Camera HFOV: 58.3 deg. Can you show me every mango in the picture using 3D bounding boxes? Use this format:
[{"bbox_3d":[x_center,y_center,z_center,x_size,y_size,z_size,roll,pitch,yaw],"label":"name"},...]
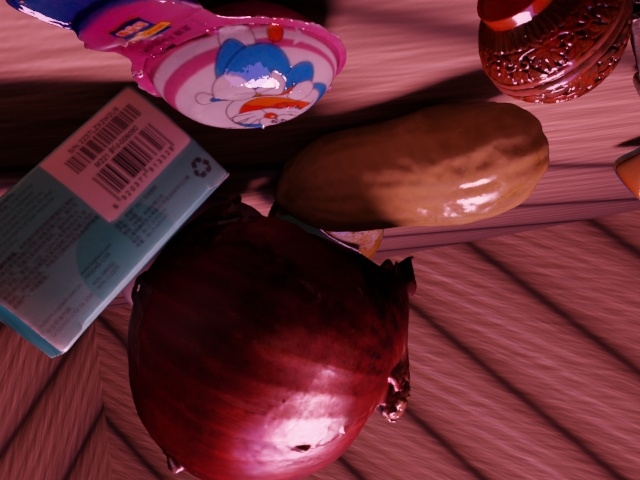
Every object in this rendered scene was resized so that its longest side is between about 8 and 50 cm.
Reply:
[{"bbox_3d":[0.004,-0.031,0.916,0.193,0.146,0.316,-7,153,3],"label":"mango"}]

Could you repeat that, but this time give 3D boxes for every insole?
[{"bbox_3d":[0.000,0.000,0.840,0.153,0.002,0.053,26,137,-26],"label":"insole"}]

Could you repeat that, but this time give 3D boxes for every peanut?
[{"bbox_3d":[0.095,-0.077,0.660,0.319,0.147,0.147,-8,174,29],"label":"peanut"}]

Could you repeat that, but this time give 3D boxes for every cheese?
[{"bbox_3d":[-0.073,-0.123,0.382,0.155,0.062,0.244,-11,172,29],"label":"cheese"}]

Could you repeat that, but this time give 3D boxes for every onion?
[{"bbox_3d":[-0.063,0.113,0.646,0.341,0.341,0.341,-9,173,-1],"label":"onion"}]

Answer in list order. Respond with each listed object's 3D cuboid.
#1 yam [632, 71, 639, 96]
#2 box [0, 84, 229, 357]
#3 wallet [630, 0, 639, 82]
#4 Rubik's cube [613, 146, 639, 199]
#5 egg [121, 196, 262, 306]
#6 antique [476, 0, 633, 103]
[{"bbox_3d":[0.464,-0.190,0.543,0.300,0.066,0.066,-14,171,38],"label":"yam"},{"bbox_3d":[-0.234,0.004,0.570,0.205,0.118,0.311,-51,-168,-25],"label":"box"},{"bbox_3d":[0.411,-0.191,0.428,0.317,0.044,0.169,-11,160,31],"label":"wallet"},{"bbox_3d":[0.677,-0.144,0.963,0.255,0.254,0.254,-9,173,-1],"label":"Rubik's cube"},{"bbox_3d":[-0.192,0.031,0.891,0.271,0.196,0.196,-6,175,27],"label":"egg"},{"bbox_3d":[0.157,-0.141,0.387,0.104,0.104,0.104,-9,173,-1],"label":"antique"}]
